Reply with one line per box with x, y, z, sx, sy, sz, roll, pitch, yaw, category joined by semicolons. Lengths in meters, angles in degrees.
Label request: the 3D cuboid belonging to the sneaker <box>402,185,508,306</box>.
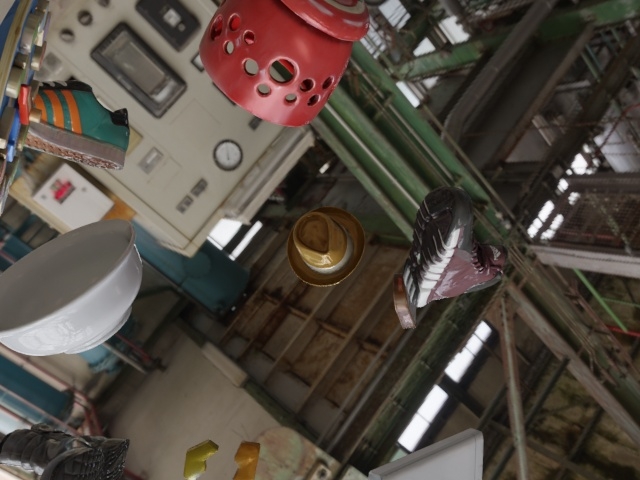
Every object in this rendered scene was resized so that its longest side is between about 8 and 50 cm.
0.236;0.005;0.922;0.281;0.162;0.106;98;-17;-58;sneaker

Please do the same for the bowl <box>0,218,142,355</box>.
-0.425;0.100;0.996;0.297;0.134;0.298;-17;-149;10;bowl

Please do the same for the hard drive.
0.239;0.572;1.265;0.047;0.353;0.233;6;-84;49;hard drive

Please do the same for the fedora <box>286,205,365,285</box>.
0.000;0.000;1.230;0.194;0.079;0.194;-10;-117;20;fedora

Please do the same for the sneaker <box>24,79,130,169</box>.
-0.443;-0.213;0.923;0.108;0.302;0.121;0;-103;36;sneaker

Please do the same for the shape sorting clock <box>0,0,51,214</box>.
-0.256;-0.110;0.482;0.206;0.040;0.206;-49;-148;46;shape sorting clock

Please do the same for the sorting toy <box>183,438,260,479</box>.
-0.190;0.444;0.838;0.041;0.229;0.307;163;-62;-83;sorting toy

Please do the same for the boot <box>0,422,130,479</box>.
-0.530;0.434;1.117;0.338;0.222;0.118;98;4;-75;boot

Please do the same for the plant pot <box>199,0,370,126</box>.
-0.040;-0.276;0.766;0.174;0.191;0.191;-45;-159;38;plant pot

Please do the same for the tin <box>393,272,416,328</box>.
0.218;0.154;1.474;0.040;0.190;0.106;-9;-124;14;tin
